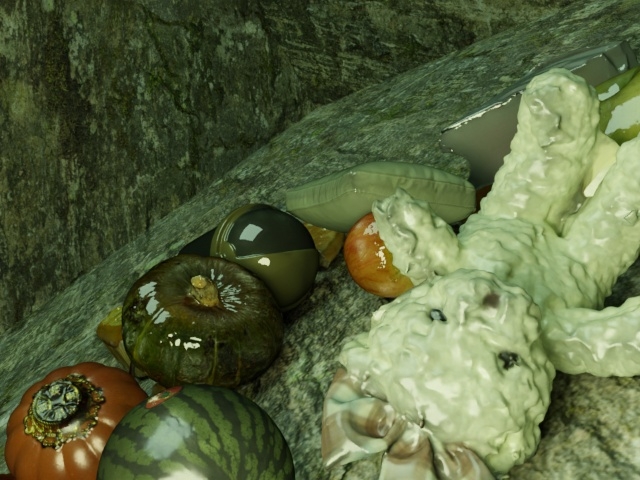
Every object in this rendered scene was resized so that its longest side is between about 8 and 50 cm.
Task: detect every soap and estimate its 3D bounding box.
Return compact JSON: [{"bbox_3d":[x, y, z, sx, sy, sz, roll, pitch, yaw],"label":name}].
[{"bbox_3d":[0.409,-0.212,1.438,0.302,0.159,0.257,-38,19,-21],"label":"soap"}]

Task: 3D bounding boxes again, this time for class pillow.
[{"bbox_3d":[0.101,-0.071,1.444,0.255,0.120,0.322,5,-5,-21],"label":"pillow"}]

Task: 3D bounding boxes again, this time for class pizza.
[{"bbox_3d":[0.000,0.003,1.707,0.127,0.058,0.246,-32,16,-10],"label":"pizza"}]

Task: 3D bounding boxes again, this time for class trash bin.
[{"bbox_3d":[-0.137,0.045,1.548,0.214,0.214,0.333,-40,12,-33],"label":"trash bin"}]

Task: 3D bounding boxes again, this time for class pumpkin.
[{"bbox_3d":[-0.191,0.121,1.295,0.260,0.189,0.260,5,36,-4],"label":"pumpkin"}]

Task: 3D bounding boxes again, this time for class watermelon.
[{"bbox_3d":[-0.129,0.254,0.842,0.212,0.212,0.212,-29,15,8],"label":"watermelon"}]

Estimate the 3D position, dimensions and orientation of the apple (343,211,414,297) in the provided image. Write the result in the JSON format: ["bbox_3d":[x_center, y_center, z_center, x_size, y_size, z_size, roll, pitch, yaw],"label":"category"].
[{"bbox_3d":[0.104,0.020,1.276,0.146,0.146,0.146,-29,15,8],"label":"apple"}]

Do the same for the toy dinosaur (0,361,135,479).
[{"bbox_3d":[-0.461,0.331,1.431,0.327,0.113,0.206,-26,15,12],"label":"toy dinosaur"}]

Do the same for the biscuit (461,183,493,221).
[{"bbox_3d":[0.320,-0.081,1.420,0.175,0.026,0.124,-32,15,-1],"label":"biscuit"}]

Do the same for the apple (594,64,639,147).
[{"bbox_3d":[0.411,-0.111,1.010,0.260,0.194,0.261,-35,10,7],"label":"apple"}]

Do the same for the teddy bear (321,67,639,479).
[{"bbox_3d":[0.186,0.037,0.782,0.362,0.327,0.375,-17,-42,-60],"label":"teddy bear"}]

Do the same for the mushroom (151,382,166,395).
[{"bbox_3d":[-0.192,0.216,1.380,0.084,0.071,0.209,-9,22,42],"label":"mushroom"}]

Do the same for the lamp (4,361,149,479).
[{"bbox_3d":[-0.355,0.286,1.200,0.223,0.197,0.223,-6,50,7],"label":"lamp"}]

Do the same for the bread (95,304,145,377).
[{"bbox_3d":[-0.378,0.194,1.713,0.152,0.119,0.288,-32,14,-21],"label":"bread"}]
